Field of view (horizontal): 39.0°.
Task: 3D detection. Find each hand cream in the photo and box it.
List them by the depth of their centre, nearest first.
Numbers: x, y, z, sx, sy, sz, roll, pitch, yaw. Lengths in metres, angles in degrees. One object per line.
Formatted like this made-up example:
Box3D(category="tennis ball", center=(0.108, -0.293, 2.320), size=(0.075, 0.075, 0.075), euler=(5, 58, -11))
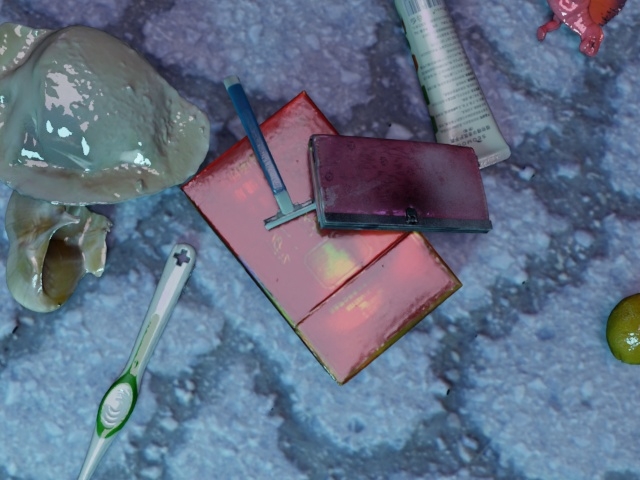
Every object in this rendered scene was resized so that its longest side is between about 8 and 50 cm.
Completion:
Box3D(category="hand cream", center=(0.161, -0.222, 1.176), size=(0.095, 0.059, 0.276), euler=(-20, 91, -3))

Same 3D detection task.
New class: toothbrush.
Box3D(category="toothbrush", center=(-0.248, 0.195, 1.123), size=(0.042, 0.040, 0.418), euler=(22, 84, 2))

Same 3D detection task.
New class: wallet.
Box3D(category="wallet", center=(0.098, -0.068, 1.095), size=(0.232, 0.025, 0.119), euler=(1, 67, -25))

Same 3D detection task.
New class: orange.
Box3D(category="orange", center=(0.404, 0.113, 1.139), size=(0.085, 0.085, 0.095), euler=(32, 97, 1))

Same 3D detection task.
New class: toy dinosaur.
Box3D(category="toy dinosaur", center=(0.339, -0.380, 1.199), size=(0.138, 0.070, 0.286), euler=(-11, 82, -14))

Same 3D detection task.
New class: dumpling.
Box3D(category="dumpling", center=(-0.283, -0.143, 1.071), size=(0.243, 0.175, 0.227), euler=(10, 62, 23))

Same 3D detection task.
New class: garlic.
Box3D(category="garlic", center=(-0.335, 0.002, 1.113), size=(0.124, 0.099, 0.175), euler=(8, 85, 13))

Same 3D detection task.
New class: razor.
Box3D(category="razor", center=(-0.072, -0.113, 1.075), size=(0.068, 0.037, 0.191), euler=(-23, 84, -3))

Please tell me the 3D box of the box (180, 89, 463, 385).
Box3D(category="box", center=(0.000, -0.001, 1.130), size=(0.197, 0.089, 0.313), euler=(-39, 88, -7))
